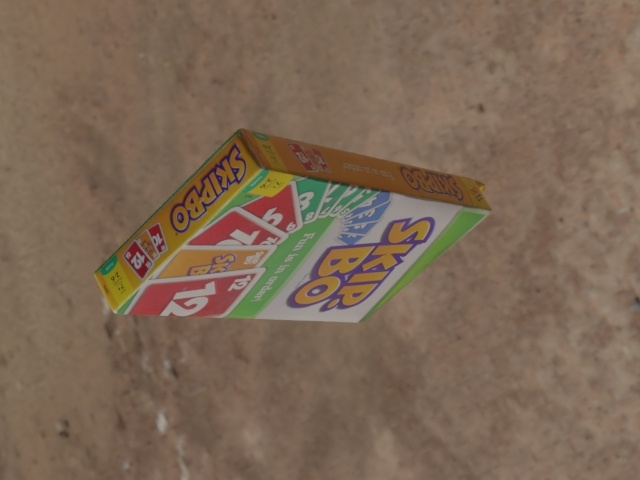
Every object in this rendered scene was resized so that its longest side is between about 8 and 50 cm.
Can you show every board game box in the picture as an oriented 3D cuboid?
[{"bbox_3d":[0.000,0.000,0.788,0.124,0.259,0.039,-42,66,25],"label":"board game box"}]
